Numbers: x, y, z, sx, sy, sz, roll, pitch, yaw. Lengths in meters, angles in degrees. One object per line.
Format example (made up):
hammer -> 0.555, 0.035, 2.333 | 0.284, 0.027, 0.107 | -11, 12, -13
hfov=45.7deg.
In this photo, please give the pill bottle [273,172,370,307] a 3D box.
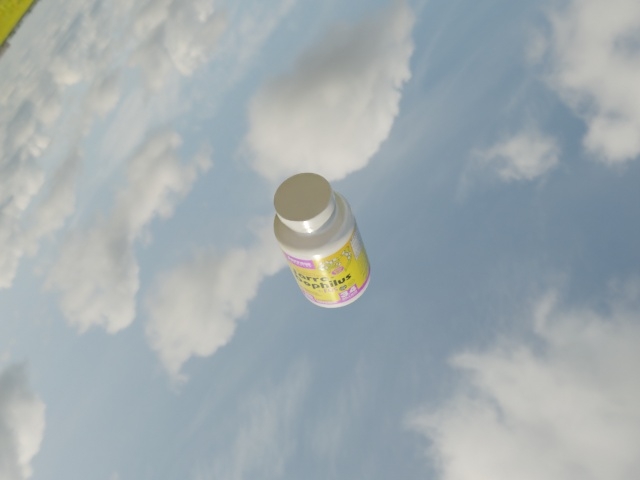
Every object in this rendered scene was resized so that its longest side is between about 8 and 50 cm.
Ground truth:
pill bottle -> 0.000, 0.000, 0.412 | 0.044, 0.083, 0.043 | -7, -124, 11
